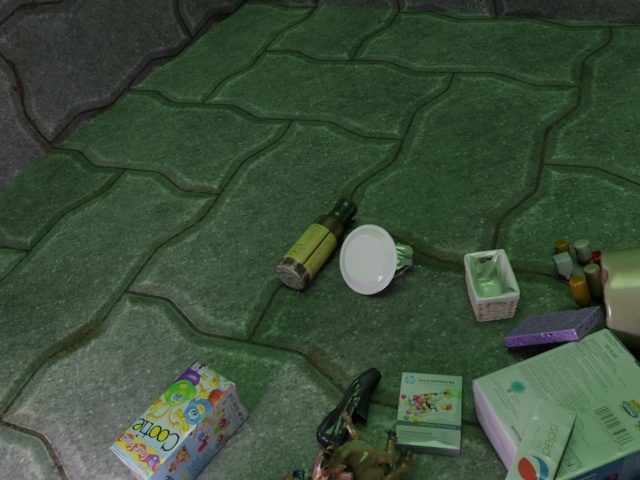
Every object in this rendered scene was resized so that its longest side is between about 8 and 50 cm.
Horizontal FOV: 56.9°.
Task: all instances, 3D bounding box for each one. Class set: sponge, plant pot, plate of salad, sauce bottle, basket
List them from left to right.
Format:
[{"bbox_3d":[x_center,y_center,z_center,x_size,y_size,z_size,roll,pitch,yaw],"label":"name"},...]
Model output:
[{"bbox_3d":[0.000,0.000,1.802,0.111,0.111,0.344,19,50,30],"label":"sauce bottle"},{"bbox_3d":[0.139,0.054,1.685,0.200,0.200,0.048,32,16,38],"label":"plate of salad"},{"bbox_3d":[0.449,0.120,1.559,0.113,0.103,0.167,-8,44,6],"label":"basket"},{"bbox_3d":[0.544,0.204,1.391,0.117,0.031,0.210,-28,2,-33],"label":"sponge"},{"bbox_3d":[0.803,0.128,1.328,0.305,0.334,0.334,-5,42,24],"label":"plant pot"}]

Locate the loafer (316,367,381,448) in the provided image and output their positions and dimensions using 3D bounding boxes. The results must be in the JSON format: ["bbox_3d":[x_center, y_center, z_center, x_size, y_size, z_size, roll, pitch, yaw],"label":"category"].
[{"bbox_3d":[0.081,0.399,1.389,0.078,0.076,0.223,27,61,29],"label":"loafer"}]

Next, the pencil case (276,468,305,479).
[{"bbox_3d":[-0.188,0.597,1.174,0.386,0.167,0.160,-20,25,-4],"label":"pencil case"}]

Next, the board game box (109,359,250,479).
[{"bbox_3d":[-0.322,0.446,1.390,0.142,0.144,0.275,22,53,33],"label":"board game box"}]

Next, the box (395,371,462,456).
[{"bbox_3d":[0.254,0.398,1.367,0.145,0.038,0.186,1,44,15],"label":"box"}]

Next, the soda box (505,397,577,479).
[{"bbox_3d":[0.400,0.404,1.085,0.074,0.069,0.216,18,52,30],"label":"soda box"}]

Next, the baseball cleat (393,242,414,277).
[{"bbox_3d":[0.168,0.057,1.725,0.205,0.072,0.109,-4,54,20],"label":"baseball cleat"}]

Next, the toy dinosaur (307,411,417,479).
[{"bbox_3d":[0.084,0.487,1.197,0.127,0.296,0.200,-21,22,49],"label":"toy dinosaur"}]

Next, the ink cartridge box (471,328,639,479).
[{"bbox_3d":[0.560,0.364,1.238,0.395,0.151,0.270,-21,44,-5],"label":"ink cartridge box"}]

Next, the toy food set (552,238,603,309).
[{"bbox_3d":[0.692,0.086,1.561,0.111,0.104,0.232,-20,23,14],"label":"toy food set"}]
